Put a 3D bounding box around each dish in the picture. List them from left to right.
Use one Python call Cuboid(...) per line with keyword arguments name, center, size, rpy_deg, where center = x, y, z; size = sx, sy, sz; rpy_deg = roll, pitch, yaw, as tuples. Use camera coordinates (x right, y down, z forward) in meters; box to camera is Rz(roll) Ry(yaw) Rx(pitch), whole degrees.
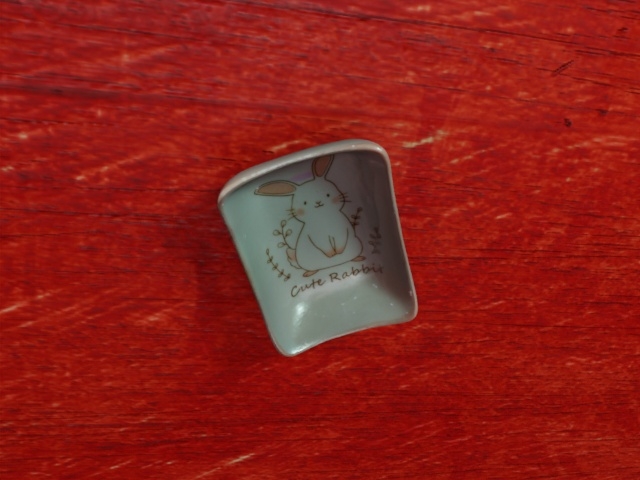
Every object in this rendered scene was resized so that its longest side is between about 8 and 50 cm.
Cuboid(name="dish", center=(0.000, 0.000, 0.610), size=(0.151, 0.077, 0.213), rpy_deg=(-16, 127, 1))
